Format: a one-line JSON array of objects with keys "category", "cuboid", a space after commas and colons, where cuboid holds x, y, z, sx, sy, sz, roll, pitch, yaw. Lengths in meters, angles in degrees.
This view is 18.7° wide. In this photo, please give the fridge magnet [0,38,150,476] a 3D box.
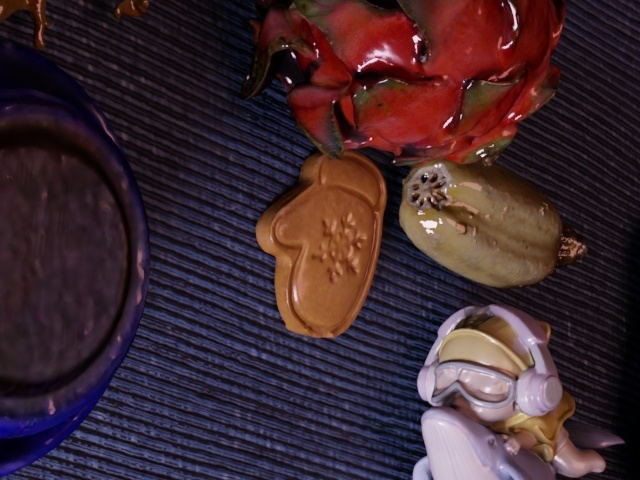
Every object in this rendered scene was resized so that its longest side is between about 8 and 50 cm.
[{"category": "fridge magnet", "cuboid": [-0.201, 0.012, 1.135, 0.265, 0.112, 0.265, -4, 96, -47]}]

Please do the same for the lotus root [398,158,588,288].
[{"category": "lotus root", "cuboid": [0.131, -0.012, 1.498, 0.183, 0.077, 0.090, 19, 87, -42]}]

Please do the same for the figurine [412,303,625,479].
[{"category": "figurine", "cuboid": [0.144, 0.142, 1.500, 0.208, 0.128, 0.184, 6, 87, -54]}]

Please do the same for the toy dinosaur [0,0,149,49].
[{"category": "toy dinosaur", "cuboid": [-0.163, -0.199, 1.207, 0.126, 0.039, 0.162, -3, 95, -44]}]

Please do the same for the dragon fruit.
[{"category": "dragon fruit", "cuboid": [0.054, -0.153, 1.327, 0.274, 0.192, 0.193, 40, 61, -37]}]

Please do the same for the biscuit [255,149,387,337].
[{"category": "biscuit", "cuboid": [0.001, 0.000, 1.406, 0.118, 0.023, 0.140, 12, 86, -46]}]
